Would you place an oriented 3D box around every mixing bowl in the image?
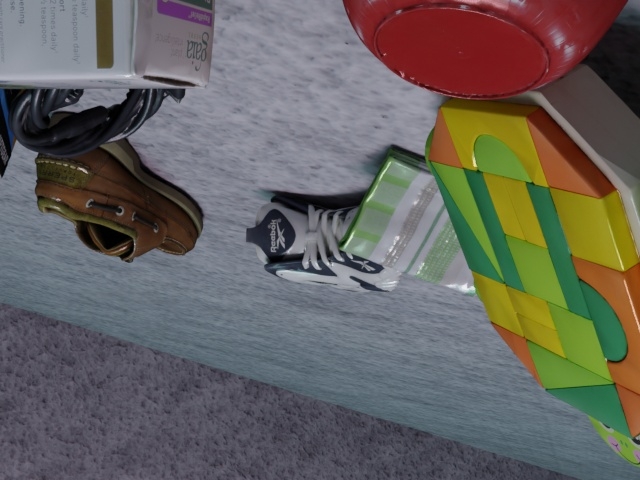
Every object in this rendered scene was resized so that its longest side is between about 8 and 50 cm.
[{"bbox_3d":[0.079,-0.134,0.466,0.181,0.098,0.181,12,163,4],"label":"mixing bowl"}]

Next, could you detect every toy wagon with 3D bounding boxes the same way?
[{"bbox_3d":[0.189,0.041,0.648,0.267,0.068,0.344,27,143,64],"label":"toy wagon"}]

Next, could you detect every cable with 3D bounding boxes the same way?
[{"bbox_3d":[-0.159,-0.115,0.673,0.150,0.047,0.184,-28,176,-4],"label":"cable"}]

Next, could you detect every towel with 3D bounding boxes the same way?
[{"bbox_3d":[0.107,-0.011,0.857,0.152,0.113,0.023,18,-156,-18],"label":"towel"}]

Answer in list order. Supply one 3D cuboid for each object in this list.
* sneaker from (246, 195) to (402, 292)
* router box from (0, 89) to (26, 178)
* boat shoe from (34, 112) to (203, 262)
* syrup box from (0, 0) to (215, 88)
[{"bbox_3d":[0.000,0.000,0.978,0.153,0.094,0.235,7,175,-9],"label":"sneaker"},{"bbox_3d":[-0.231,-0.134,0.650,0.046,0.133,0.179,17,164,-8],"label":"router box"},{"bbox_3d":[-0.230,-0.029,1.048,0.110,0.105,0.307,7,163,21],"label":"boat shoe"},{"bbox_3d":[-0.180,-0.126,0.475,0.236,0.096,0.093,2,-173,15],"label":"syrup box"}]
